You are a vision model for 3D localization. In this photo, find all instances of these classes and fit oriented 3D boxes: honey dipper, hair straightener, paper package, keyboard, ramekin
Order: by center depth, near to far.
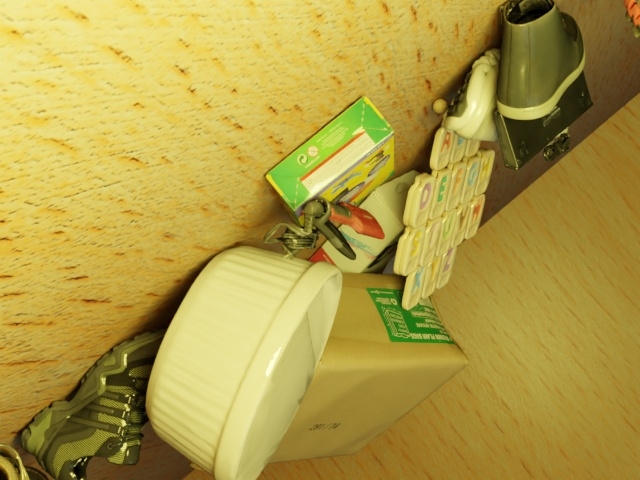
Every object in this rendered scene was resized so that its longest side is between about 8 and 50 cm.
[{"bbox_3d":[0.000,0.000,1.115,0.089,0.047,0.230,-37,170,11],"label":"hair straightener"},{"bbox_3d":[-0.086,0.130,1.215,0.273,0.127,0.273,-61,168,-23],"label":"ramekin"},{"bbox_3d":[0.265,-0.145,1.291,0.023,0.108,0.180,2,-149,47],"label":"keyboard"},{"bbox_3d":[0.168,-0.162,1.391,0.030,0.030,0.160,-43,168,17],"label":"honey dipper"},{"bbox_3d":[-0.004,0.190,1.604,0.324,0.168,0.309,5,141,-44],"label":"paper package"}]

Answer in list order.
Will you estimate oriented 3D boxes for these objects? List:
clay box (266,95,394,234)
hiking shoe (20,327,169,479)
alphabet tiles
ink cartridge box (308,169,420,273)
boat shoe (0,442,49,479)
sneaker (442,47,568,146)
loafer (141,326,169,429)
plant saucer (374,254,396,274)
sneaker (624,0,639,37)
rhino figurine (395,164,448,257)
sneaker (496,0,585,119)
[{"bbox_3d":[0.017,-0.067,1.162,0.127,0.053,0.222,-39,170,-2],"label":"clay box"},{"bbox_3d":[-0.226,0.196,1.247,0.227,0.114,0.086,-41,171,7],"label":"hiking shoe"},{"bbox_3d":[0.181,-0.045,1.558,0.284,0.021,0.278,-24,129,-58],"label":"alphabet tiles"},{"bbox_3d":[0.082,-0.012,1.616,0.127,0.072,0.175,-28,165,-49],"label":"ink cartridge box"},{"bbox_3d":[-0.352,0.288,1.143,0.130,0.132,0.355,-41,172,8],"label":"boat shoe"},{"bbox_3d":[0.240,-0.165,1.343,0.110,0.118,0.292,-60,163,25],"label":"sneaker"},{"bbox_3d":[-0.187,0.172,1.357,0.268,0.092,0.102,-37,170,-16],"label":"loafer"},{"bbox_3d":[0.095,0.071,1.911,0.311,0.050,0.310,-56,170,-15],"label":"plant saucer"},{"bbox_3d":[0.376,-0.298,1.123,0.135,0.097,0.276,110,-6,-48],"label":"sneaker"},{"bbox_3d":[0.180,-0.034,1.716,0.106,0.073,0.243,-53,-173,47],"label":"rhino figurine"},{"bbox_3d":[0.252,-0.236,1.224,0.222,0.083,0.118,-60,152,-50],"label":"sneaker"}]
